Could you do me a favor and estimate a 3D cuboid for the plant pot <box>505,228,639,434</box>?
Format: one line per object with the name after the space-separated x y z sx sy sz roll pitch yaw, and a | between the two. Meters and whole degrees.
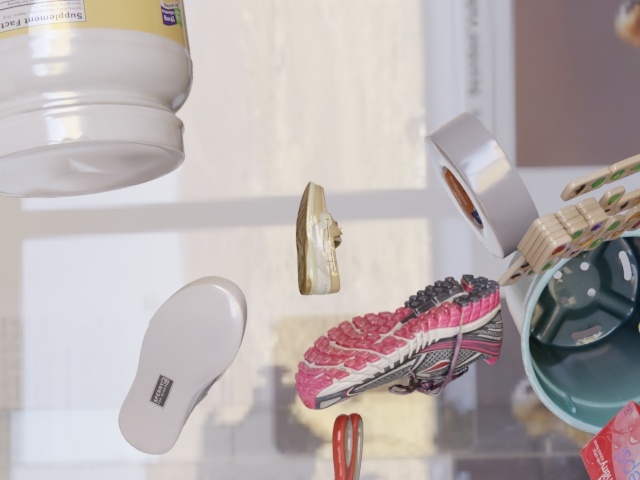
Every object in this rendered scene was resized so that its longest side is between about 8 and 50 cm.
0.466 0.112 2.428 0.334 0.341 0.341 -114 23 -77 | plant pot

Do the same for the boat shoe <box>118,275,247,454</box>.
-0.155 0.136 1.744 0.102 0.108 0.301 -58 -5 -50 | boat shoe

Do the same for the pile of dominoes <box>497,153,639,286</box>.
0.327 -0.025 1.599 0.040 0.251 0.196 57 150 23 | pile of dominoes

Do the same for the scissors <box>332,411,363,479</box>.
0.027 0.353 1.780 0.109 0.021 0.297 55 -143 -68 | scissors

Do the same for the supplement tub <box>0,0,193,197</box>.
-0.248 -0.225 1.368 0.241 0.241 0.331 98 163 -80 | supplement tub

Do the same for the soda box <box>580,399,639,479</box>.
0.357 0.287 1.503 0.092 0.083 0.263 -48 24 18 | soda box

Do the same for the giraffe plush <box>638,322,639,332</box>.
0.442 0.100 1.574 0.181 0.170 0.210 -41 -27 -44 | giraffe plush

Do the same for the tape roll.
0.241 -0.082 2.154 0.219 0.072 0.219 58 176 7 | tape roll

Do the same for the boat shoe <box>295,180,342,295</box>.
0.000 0.000 1.533 0.050 0.045 0.135 119 155 -58 | boat shoe

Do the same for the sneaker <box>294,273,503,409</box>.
0.108 0.143 1.760 0.121 0.299 0.112 21 127 56 | sneaker
